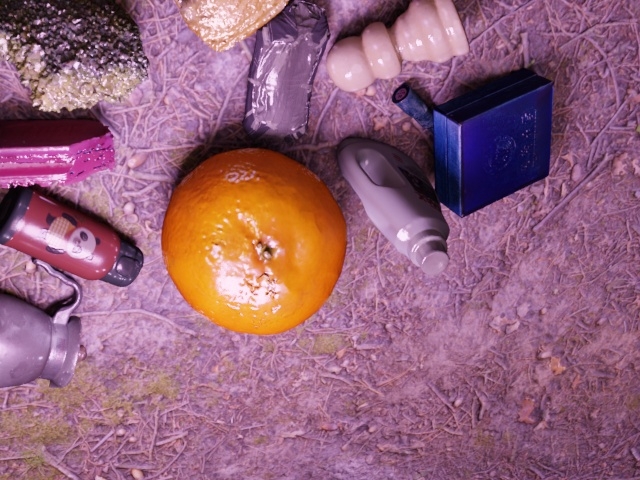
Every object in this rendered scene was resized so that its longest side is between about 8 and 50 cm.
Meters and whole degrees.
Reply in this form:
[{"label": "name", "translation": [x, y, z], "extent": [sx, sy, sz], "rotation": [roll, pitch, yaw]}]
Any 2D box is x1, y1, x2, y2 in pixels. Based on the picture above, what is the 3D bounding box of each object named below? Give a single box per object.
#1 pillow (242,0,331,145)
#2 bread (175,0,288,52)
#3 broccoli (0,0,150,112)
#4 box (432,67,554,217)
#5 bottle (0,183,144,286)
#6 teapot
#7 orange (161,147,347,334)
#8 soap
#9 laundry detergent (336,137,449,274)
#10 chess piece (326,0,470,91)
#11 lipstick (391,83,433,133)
[{"label": "pillow", "translation": [-0.077, -0.356, 1.878], "extent": [0.161, 0.093, 0.335], "rotation": [-1, 124, -21]}, {"label": "bread", "translation": [-0.165, -0.492, 1.737], "extent": [0.245, 0.121, 0.174], "rotation": [-38, 125, 10]}, {"label": "broccoli", "translation": [-0.491, -0.370, 1.678], "extent": [0.260, 0.235, 0.288], "rotation": [-44, 88, 15]}, {"label": "box", "translation": [0.408, -0.228, 2.047], "extent": [0.278, 0.116, 0.262], "rotation": [-26, 129, -21]}, {"label": "bottle", "translation": [-0.560, 0.000, 1.974], "extent": [0.336, 0.144, 0.144], "rotation": [28, 114, -33]}, {"label": "teapot", "translation": [-0.691, 0.215, 2.088], "extent": [0.285, 0.306, 0.223], "rotation": [16, 156, -33]}, {"label": "orange", "translation": [-0.146, 0.005, 1.933], "extent": [0.423, 0.326, 0.424], "rotation": [-1, 97, -5]}, {"label": "soap", "translation": [-0.559, -0.187, 1.828], "extent": [0.249, 0.162, 0.099], "rotation": [-4, 120, -15]}, {"label": "laundry detergent", "translation": [0.180, -0.071, 1.960], "extent": [0.264, 0.398, 0.125], "rotation": [28, 114, -30]}, {"label": "chess piece", "translation": [0.154, -0.420, 1.870], "extent": [0.299, 0.167, 0.167], "rotation": [-21, 128, 9]}, {"label": "lipstick", "translation": [0.261, -0.280, 2.053], "extent": [0.053, 0.053, 0.234], "rotation": [-44, 126, 16]}]
